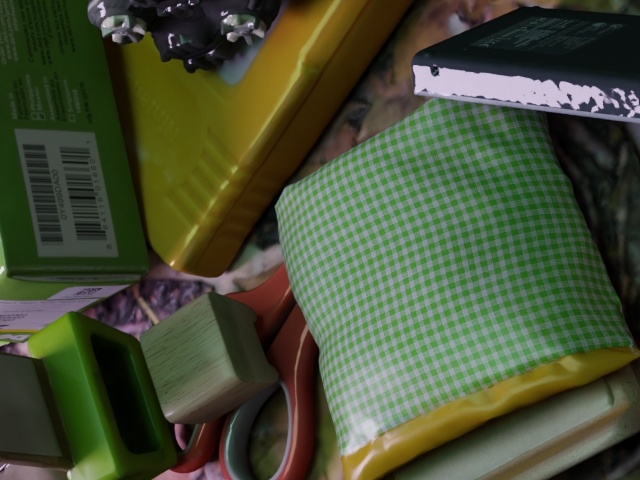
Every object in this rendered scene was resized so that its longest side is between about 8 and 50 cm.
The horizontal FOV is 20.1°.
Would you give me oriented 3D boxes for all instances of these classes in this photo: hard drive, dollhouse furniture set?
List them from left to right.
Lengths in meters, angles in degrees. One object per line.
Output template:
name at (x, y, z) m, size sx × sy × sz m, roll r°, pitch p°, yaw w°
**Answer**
dollhouse furniture set at (-0.022, 0.057, 0.830) m, size 0.301 × 0.151 × 0.197 m, roll -32°, pitch 64°, yaw 25°
hard drive at (0.122, -0.080, 0.805) m, size 0.135 × 0.094 × 0.022 m, roll 11°, pitch 117°, yaw 41°

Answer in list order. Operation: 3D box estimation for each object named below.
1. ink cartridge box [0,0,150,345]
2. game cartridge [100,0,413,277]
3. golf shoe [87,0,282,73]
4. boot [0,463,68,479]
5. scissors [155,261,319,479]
ink cartridge box at (-0.224, -0.028, 1.037) m, size 0.255 × 0.097 × 0.189 m, roll -26°, pitch 71°, yaw 43°
game cartridge at (-0.057, -0.188, 1.003) m, size 0.324 × 0.052 × 0.285 m, roll -55°, pitch 52°, yaw 15°
golf shoe at (-0.008, -0.175, 0.866) m, size 0.273 × 0.105 × 0.120 m, roll -13°, pitch 65°, yaw 37°
boot at (-0.152, 0.135, 1.010) m, size 0.118 × 0.042 × 0.087 m, roll -17°, pitch 67°, yaw 35°
scissors at (0.000, 0.000, 0.930) m, size 0.109 × 0.021 × 0.297 m, roll 33°, pitch 101°, yaw 39°
